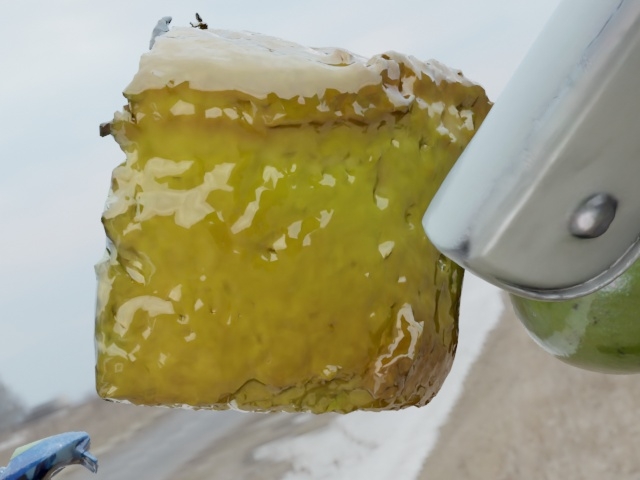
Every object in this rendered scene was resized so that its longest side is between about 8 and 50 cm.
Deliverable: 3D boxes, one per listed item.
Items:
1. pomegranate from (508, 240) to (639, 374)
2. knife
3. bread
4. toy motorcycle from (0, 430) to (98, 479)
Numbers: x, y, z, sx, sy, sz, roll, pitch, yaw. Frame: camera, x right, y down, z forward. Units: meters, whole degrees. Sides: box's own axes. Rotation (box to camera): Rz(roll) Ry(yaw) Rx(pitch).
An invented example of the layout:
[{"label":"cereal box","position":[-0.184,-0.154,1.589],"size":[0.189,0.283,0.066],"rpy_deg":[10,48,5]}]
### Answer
[{"label":"pomegranate","position":[0.217,0.004,0.993],"size":[0.210,0.179,0.179],"rpy_deg":[4,8,21]},{"label":"knife","position":[0.121,-0.092,0.377],"size":[0.073,0.040,0.265],"rpy_deg":[24,-68,-29]},{"label":"bread","position":[0.000,-0.003,0.628],"size":[0.147,0.160,0.260],"rpy_deg":[8,-6,3]},{"label":"toy motorcycle","position":[-0.269,0.217,1.090],"size":[0.254,0.135,0.092],"rpy_deg":[-21,-25,-19]}]
